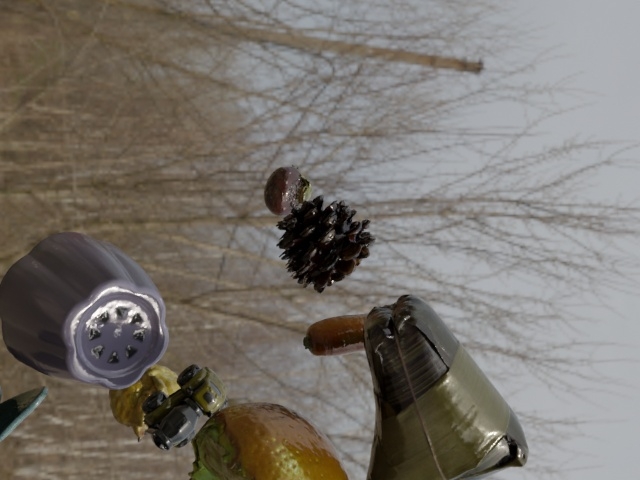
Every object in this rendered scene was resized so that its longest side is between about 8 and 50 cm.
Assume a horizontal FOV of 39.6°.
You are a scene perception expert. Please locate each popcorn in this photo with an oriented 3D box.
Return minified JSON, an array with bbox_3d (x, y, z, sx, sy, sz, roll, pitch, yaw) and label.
[{"bbox_3d":[-0.486,0.450,2.547,0.253,0.190,0.191,33,-71,32],"label":"popcorn"}]

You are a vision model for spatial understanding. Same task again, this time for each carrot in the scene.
[{"bbox_3d":[0.079,0.151,1.464,0.067,0.225,0.067,173,-90,-79],"label":"carrot"}]

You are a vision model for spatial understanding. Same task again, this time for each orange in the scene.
[{"bbox_3d":[-0.060,0.374,1.292,0.262,0.196,0.335,46,-36,38],"label":"orange"}]

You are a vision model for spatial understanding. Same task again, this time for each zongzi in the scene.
[{"bbox_3d":[0.092,0.258,1.264,0.289,0.317,0.154,51,18,-10],"label":"zongzi"}]

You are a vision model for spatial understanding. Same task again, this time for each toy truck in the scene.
[{"bbox_3d":[-0.335,0.427,2.239,0.147,0.224,0.165,53,-12,-13],"label":"toy truck"}]

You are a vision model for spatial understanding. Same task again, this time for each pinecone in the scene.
[{"bbox_3d":[0.000,0.000,1.953,0.221,0.221,0.222,179,-90,-73],"label":"pinecone"}]

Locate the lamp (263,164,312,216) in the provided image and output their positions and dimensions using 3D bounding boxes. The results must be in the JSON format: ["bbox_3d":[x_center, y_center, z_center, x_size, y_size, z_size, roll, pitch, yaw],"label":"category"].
[{"bbox_3d":[-0.097,-0.146,2.689,0.156,0.135,0.157,-21,129,-66],"label":"lamp"}]

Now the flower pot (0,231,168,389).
[{"bbox_3d":[-0.386,0.137,1.499,0.243,0.265,0.265,21,-68,55],"label":"flower pot"}]

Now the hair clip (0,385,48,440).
[{"bbox_3d":[-0.835,0.406,1.987,0.318,0.238,0.392,-53,-169,-32],"label":"hair clip"}]
